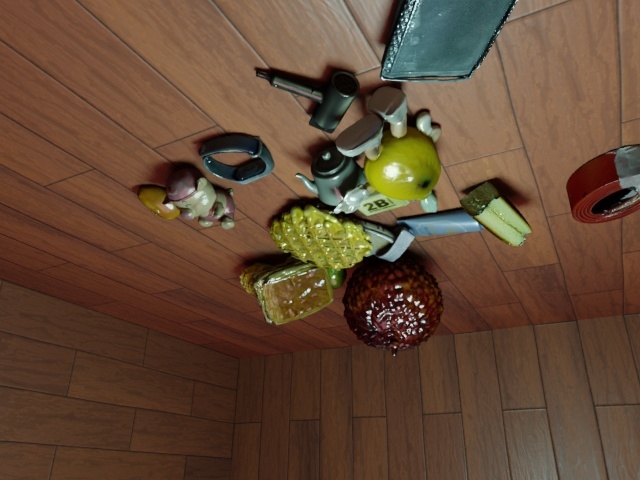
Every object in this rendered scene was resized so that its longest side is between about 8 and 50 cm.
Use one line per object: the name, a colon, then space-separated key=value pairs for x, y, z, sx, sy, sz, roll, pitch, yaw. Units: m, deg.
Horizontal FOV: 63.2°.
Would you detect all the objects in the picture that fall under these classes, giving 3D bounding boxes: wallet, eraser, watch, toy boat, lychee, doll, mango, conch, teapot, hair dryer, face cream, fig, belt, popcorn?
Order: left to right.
mango: x=-0.549 y=-0.130 z=1.791 sx=0.105 sy=0.084 sz=0.159 roll=-28 pitch=143 yaw=36
doll: x=-0.402 y=-0.132 z=1.708 sx=0.196 sy=0.152 sz=0.256 roll=-26 pitch=142 yaw=21
watch: x=-0.246 y=-0.245 z=1.560 sx=0.206 sy=0.068 sz=0.193 roll=-14 pitch=152 yaw=32
popcorn: x=-0.274 y=0.173 z=2.362 sx=0.180 sy=0.170 sz=0.180 roll=-3 pitch=137 yaw=-3
hair dryer: x=-0.050 y=-0.366 z=1.312 sx=0.248 sy=0.078 sz=0.195 roll=18 pitch=152 yaw=-13
fig: x=0.040 y=0.143 z=2.322 sx=0.156 sy=0.123 sz=0.123 roll=25 pitch=147 yaw=-24
teapot: x=0.048 y=-0.215 z=1.538 sx=0.239 sy=0.162 sz=0.149 roll=-21 pitch=138 yaw=11
toy boat: x=0.204 y=-0.007 z=2.029 sx=0.293 sy=0.111 sz=0.276 roll=15 pitch=156 yaw=5
eraser: x=0.206 y=-0.144 z=1.768 sx=0.172 sy=0.058 sz=0.117 roll=-15 pitch=151 yaw=29
doll: x=0.191 y=-0.223 z=1.435 sx=0.348 sy=0.161 sz=0.423 roll=-21 pitch=143 yaw=-16
lychee: x=0.302 y=0.274 z=2.165 sx=0.424 sy=0.500 sz=0.425 roll=-1 pitch=126 yaw=-1
conch: x=0.360 y=-0.142 z=1.780 sx=0.065 sy=0.088 sz=0.180 roll=-48 pitch=136 yaw=-1
wallet: x=0.270 y=-0.468 z=1.065 sx=0.237 sy=0.075 sz=0.342 roll=-2 pitch=153 yaw=-10
face cream: x=0.484 y=-0.066 z=1.906 sx=0.385 sy=0.086 sz=0.135 roll=-7 pitch=152 yaw=28
belt: x=0.918 y=-0.170 z=1.628 sx=0.227 sy=0.115 sz=0.324 roll=3 pitch=154 yaw=-8

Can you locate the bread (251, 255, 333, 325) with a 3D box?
bread: x=-0.124 y=0.199 z=2.256 sx=0.324 sy=0.167 sz=0.277 roll=-19 pitch=125 yaw=-10

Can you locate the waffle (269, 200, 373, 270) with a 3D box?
waffle: x=0.000 y=0.000 z=1.955 sx=0.379 sy=0.095 sz=0.382 roll=23 pitch=152 yaw=-15

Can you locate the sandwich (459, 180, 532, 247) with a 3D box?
sandwich: x=0.594 y=-0.082 z=1.740 sx=0.235 sy=0.128 sz=0.122 roll=35 pitch=112 yaw=-29
